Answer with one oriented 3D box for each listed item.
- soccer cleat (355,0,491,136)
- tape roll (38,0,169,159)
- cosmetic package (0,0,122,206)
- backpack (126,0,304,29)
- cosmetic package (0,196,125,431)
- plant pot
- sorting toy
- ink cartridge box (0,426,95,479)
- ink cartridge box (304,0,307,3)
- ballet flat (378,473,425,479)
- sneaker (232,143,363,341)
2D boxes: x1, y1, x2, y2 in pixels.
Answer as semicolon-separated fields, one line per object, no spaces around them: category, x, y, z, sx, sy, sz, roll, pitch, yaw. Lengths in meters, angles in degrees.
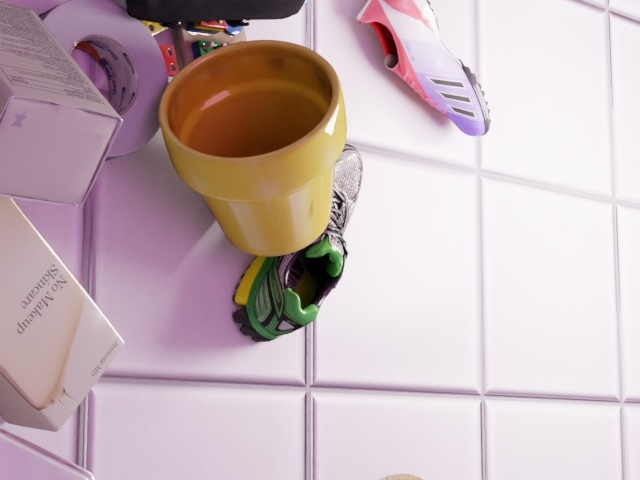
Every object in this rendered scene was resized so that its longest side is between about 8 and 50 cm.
soccer cleat;0.176;-0.290;2.246;0.116;0.108;0.318;-41;113;-16
tape roll;-0.315;-0.216;1.803;0.219;0.072;0.219;9;76;-40
cosmetic package;-0.378;-0.176;1.586;0.153;0.296;0.129;11;116;-40
backpack;-0.170;-0.510;1.871;0.290;0.273;0.356;-5;59;-32
cosmetic package;-0.395;0.074;1.620;0.160;0.113;0.309;-56;129;-31
plant pot;-0.082;-0.113;1.864;0.254;0.254;0.239;-54;150;-34
sorting toy;-0.155;-0.303;1.962;0.274;0.046;0.132;-3;80;-48
ink cartridge box;-0.438;0.341;1.390;0.160;0.384;0.279;35;61;-32
ink cartridge box;-0.027;-0.484;2.100;0.134;0.078;0.231;53;53;-22
ballet flat;0.169;0.413;2.131;0.206;0.067;0.073;9;78;-40
sneaker;0.000;0.000;1.998;0.134;0.146;0.344;38;59;-31
